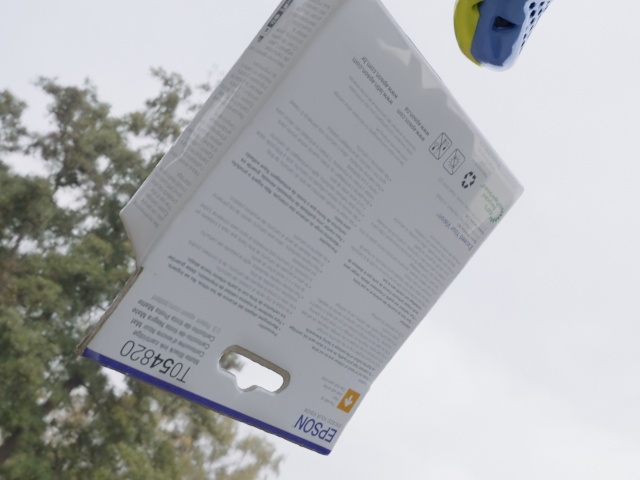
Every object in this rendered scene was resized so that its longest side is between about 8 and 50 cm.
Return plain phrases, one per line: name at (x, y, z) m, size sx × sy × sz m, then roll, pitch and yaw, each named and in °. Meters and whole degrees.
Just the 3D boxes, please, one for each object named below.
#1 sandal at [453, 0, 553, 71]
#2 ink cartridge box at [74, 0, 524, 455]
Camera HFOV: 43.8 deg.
sandal at (0.186, -0.232, 0.462) m, size 0.138 × 0.126 × 0.317 m, roll 28°, pitch -59°, yaw -3°
ink cartridge box at (0.000, 0.000, 0.458) m, size 0.045 × 0.224 × 0.223 m, roll 36°, pitch -2°, yaw 43°
